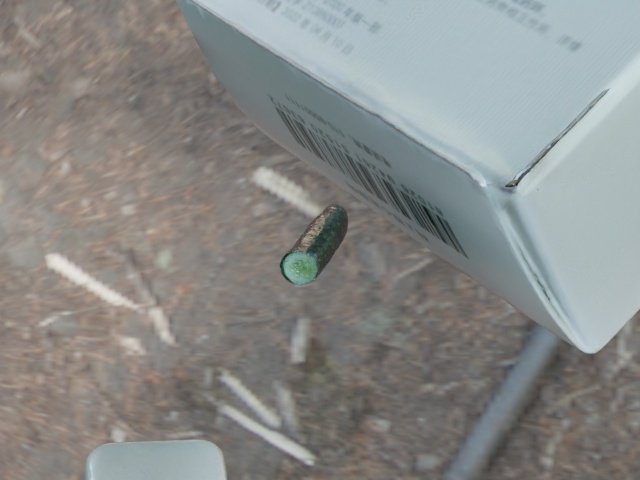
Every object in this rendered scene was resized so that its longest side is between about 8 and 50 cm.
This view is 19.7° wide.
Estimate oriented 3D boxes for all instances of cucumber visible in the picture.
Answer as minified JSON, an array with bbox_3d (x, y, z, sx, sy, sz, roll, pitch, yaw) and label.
[{"bbox_3d":[0.000,0.000,1.502,0.032,0.133,0.032,5,111,14],"label":"cucumber"}]

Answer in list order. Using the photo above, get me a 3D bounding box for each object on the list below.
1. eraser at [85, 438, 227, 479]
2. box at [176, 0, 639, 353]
[{"bbox_3d":[-0.097,0.291,1.106,0.089,0.061,0.352,-2,108,-13],"label":"eraser"},{"bbox_3d":[0.119,-0.129,0.699,0.299,0.200,0.106,-44,138,-11],"label":"box"}]
